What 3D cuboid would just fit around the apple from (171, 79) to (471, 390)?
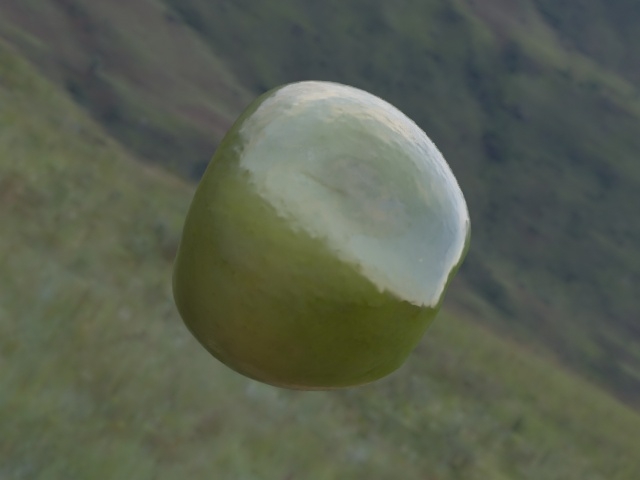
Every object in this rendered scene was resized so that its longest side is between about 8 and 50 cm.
[{"bbox_3d":[0.000,0.000,1.791,0.254,0.292,0.292,29,7,1],"label":"apple"}]
